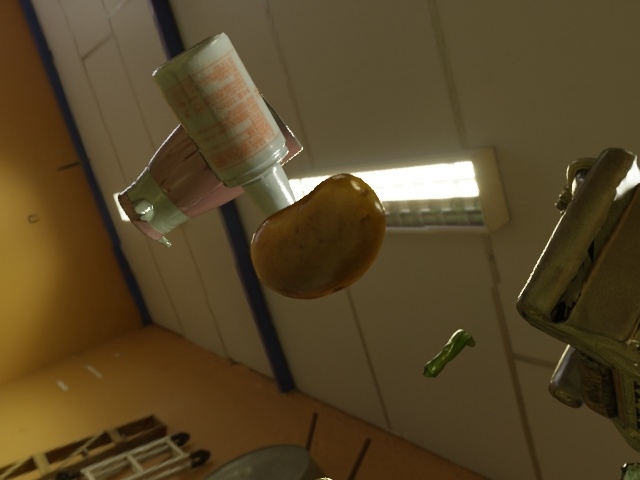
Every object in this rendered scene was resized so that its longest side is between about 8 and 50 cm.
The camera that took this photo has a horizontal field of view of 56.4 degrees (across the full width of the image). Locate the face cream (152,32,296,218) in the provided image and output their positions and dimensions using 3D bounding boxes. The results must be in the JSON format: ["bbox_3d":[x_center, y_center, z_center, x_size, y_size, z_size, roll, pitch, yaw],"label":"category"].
[{"bbox_3d":[-0.096,-0.118,0.735,0.101,0.101,0.251,6,-47,55],"label":"face cream"}]

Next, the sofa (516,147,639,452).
[{"bbox_3d":[0.282,0.062,0.597,0.182,0.200,0.258,21,-19,38],"label":"sofa"}]

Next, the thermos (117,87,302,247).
[{"bbox_3d":[-0.173,-0.111,0.894,0.146,0.265,0.176,51,4,-3],"label":"thermos"}]

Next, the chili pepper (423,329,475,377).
[{"bbox_3d":[0.118,0.099,0.538,0.017,0.083,0.030,39,-47,25],"label":"chili pepper"}]

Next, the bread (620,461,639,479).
[{"bbox_3d":[0.485,0.304,0.710,0.064,0.232,0.172,-89,-163,-58],"label":"bread"}]

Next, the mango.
[{"bbox_3d":[0.001,0.003,0.642,0.178,0.090,0.115,-33,-63,33],"label":"mango"}]

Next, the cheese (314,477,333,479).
[{"bbox_3d":[-0.039,0.227,0.379,0.036,0.162,0.086,23,-59,29],"label":"cheese"}]
